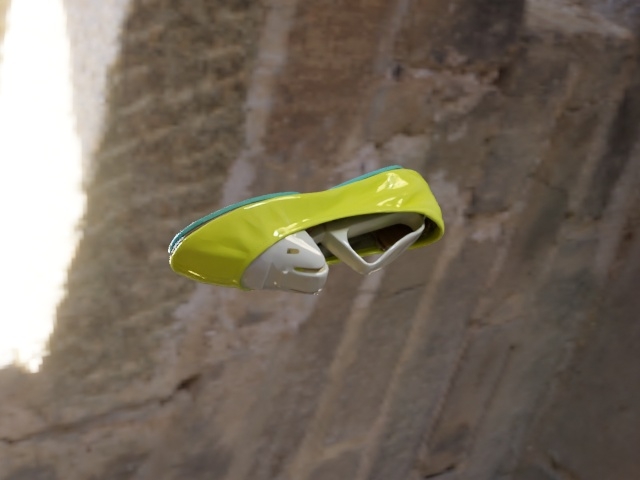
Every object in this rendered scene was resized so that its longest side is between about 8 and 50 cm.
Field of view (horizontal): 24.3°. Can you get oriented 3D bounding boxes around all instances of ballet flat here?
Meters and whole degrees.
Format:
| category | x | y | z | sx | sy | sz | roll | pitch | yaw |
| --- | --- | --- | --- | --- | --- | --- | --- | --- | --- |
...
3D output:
| category | x | y | z | sx | sy | sz | roll | pitch | yaw |
| --- | --- | --- | --- | --- | --- | --- | --- | --- | --- |
| ballet flat | 0.000 | 0.000 | 1.121 | 0.077 | 0.231 | 0.077 | 55 | 142 | 26 |
